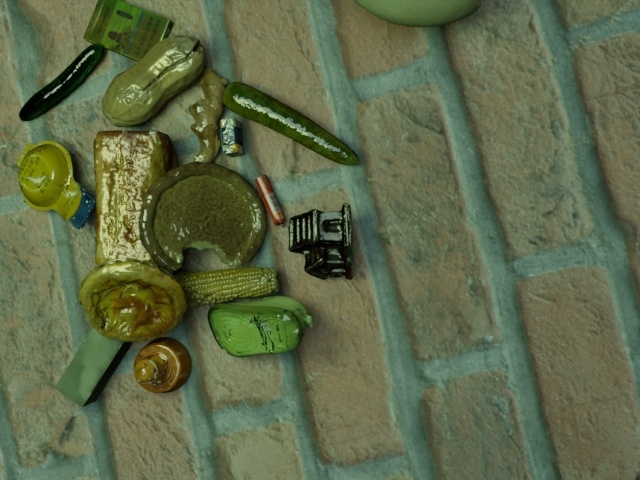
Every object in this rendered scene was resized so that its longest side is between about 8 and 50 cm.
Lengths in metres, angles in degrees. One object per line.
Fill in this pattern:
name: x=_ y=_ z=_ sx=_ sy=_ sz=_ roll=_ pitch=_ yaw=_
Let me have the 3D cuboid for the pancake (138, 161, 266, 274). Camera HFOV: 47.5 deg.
pancake: x=-0.264 y=-0.041 z=1.651 sx=0.288 sy=0.033 sz=0.286 roll=38 pitch=72 yaw=-17

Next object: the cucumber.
cucumber: x=-0.634 y=-0.381 z=1.781 sx=0.284 sy=0.056 sz=0.056 roll=-39 pitch=83 yaw=10

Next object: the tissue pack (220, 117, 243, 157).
tissue pack: x=-0.207 y=-0.241 z=1.707 sx=0.042 sy=0.062 sz=0.083 roll=-7 pitch=87 yaw=12

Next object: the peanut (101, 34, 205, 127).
peanut: x=-0.392 y=-0.374 z=1.705 sx=0.290 sy=0.130 sz=0.130 roll=-38 pitch=83 yaw=6

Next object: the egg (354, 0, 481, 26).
egg: x=0.197 y=-0.603 z=1.552 sx=0.336 sy=0.278 sz=0.278 roll=10 pitch=90 yaw=5

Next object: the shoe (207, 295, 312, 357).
shoe: x=-0.134 y=0.200 z=1.649 sx=0.262 sy=0.128 sz=0.140 roll=-6 pitch=95 yaw=37

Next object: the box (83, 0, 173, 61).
box: x=-0.469 y=-0.511 z=1.772 sx=0.193 sy=0.030 sz=0.121 roll=23 pitch=92 yaw=9

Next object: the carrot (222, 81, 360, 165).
carrot: x=-0.065 y=-0.267 z=1.685 sx=0.358 sy=0.074 sz=0.074 roll=29 pitch=92 yaw=7

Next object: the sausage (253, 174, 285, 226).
sausage: x=-0.115 y=-0.089 z=1.704 sx=0.034 sy=0.034 sz=0.129 roll=-26 pitch=85 yaw=7

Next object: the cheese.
cheese: x=-0.640 y=-0.135 z=1.745 sx=0.270 sy=0.069 sz=0.177 roll=40 pitch=103 yaw=21

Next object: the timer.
timer: x=-0.383 y=0.296 z=1.670 sx=0.132 sy=0.152 sz=0.132 roll=0 pitch=88 yaw=8

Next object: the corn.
corn: x=-0.237 y=0.108 z=1.691 sx=0.288 sy=0.086 sz=0.087 roll=-6 pitch=87 yaw=6

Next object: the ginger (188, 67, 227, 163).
ginger: x=-0.274 y=-0.267 z=1.714 sx=0.089 sy=0.075 sz=0.288 roll=10 pitch=85 yaw=-13

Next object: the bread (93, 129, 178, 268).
bread: x=-0.428 y=-0.089 z=1.695 sx=0.195 sy=0.149 sz=0.344 roll=1 pitch=88 yaw=-4

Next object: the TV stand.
TV stand: x=-0.513 y=0.256 z=1.728 sx=0.088 sy=0.083 sz=0.269 roll=34 pitch=92 yaw=6

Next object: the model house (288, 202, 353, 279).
model house: x=0.000 y=0.007 z=1.646 sx=0.152 sy=0.106 sz=0.165 roll=-2 pitch=84 yaw=7

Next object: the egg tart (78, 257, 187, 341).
egg tart: x=-0.414 y=0.123 z=1.607 sx=0.241 sy=0.106 sz=0.241 roll=-4 pitch=128 yaw=-5
